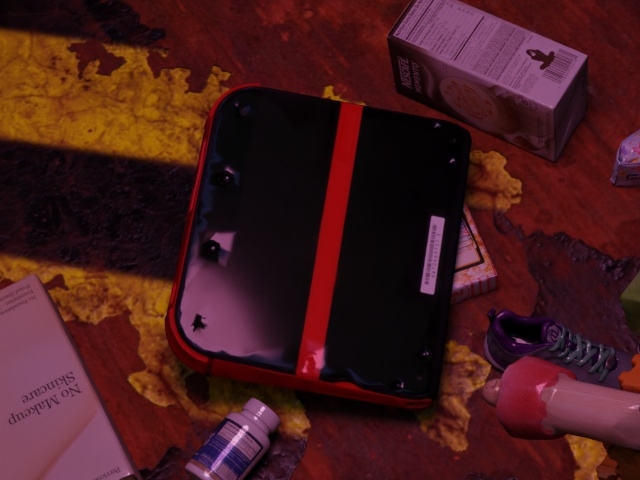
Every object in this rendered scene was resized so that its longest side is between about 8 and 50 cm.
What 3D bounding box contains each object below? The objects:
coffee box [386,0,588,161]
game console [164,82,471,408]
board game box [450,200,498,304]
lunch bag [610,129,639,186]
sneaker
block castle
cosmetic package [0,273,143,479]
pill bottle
[{"bbox_3d":[0.221,-0.219,2.087,0.246,0.141,0.098,26,69,21],"label":"coffee box"},{"bbox_3d":[0.000,0.000,1.974,0.342,0.060,0.387,11,69,-4],"label":"game console"},{"bbox_3d":[0.126,-0.003,2.038,0.146,0.045,0.193,-18,62,-2],"label":"board game box"},{"bbox_3d":[0.413,-0.106,2.039,0.083,0.071,0.053,-32,67,-11],"label":"lunch bag"},{"bbox_3d":[0.302,0.143,1.907,0.223,0.098,0.083,14,65,15],"label":"sneaker"},{"bbox_3d":[0.386,0.131,1.725,0.212,0.303,0.453,8,45,43],"label":"block castle"},{"bbox_3d":[-0.348,0.215,1.952,0.160,0.113,0.309,-29,61,-8],"label":"cosmetic package"},{"bbox_3d":[-0.104,0.252,1.923,0.067,0.067,0.120,33,71,22],"label":"pill bottle"}]
